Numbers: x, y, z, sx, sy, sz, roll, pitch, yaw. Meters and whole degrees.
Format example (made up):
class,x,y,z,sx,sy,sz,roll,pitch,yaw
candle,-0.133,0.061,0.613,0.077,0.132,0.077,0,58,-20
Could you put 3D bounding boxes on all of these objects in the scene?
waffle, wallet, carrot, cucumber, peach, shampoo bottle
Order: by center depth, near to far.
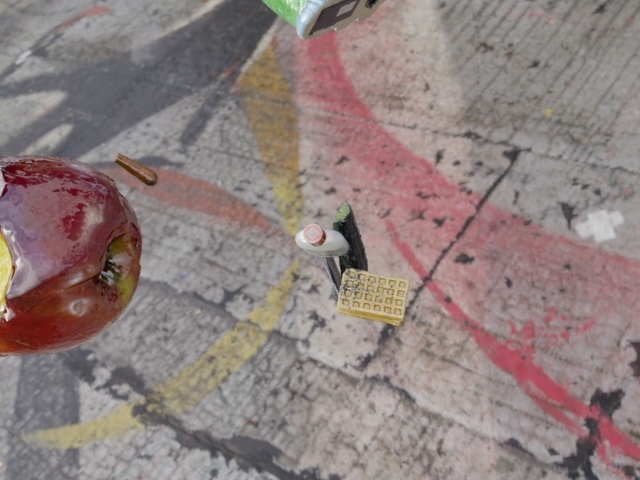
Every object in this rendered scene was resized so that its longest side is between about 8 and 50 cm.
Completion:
class,x,y,z,sx,sy,sz,roll,pitch,yaw
peach,-0.514,0.026,1.334,0.417,0.353,0.339,3,88,11
carrot,-0.361,-0.138,1.560,0.032,0.093,0.032,-47,23,27
waffle,0.113,0.120,1.714,0.148,0.042,0.102,12,66,4
shampoo bottle,0.000,0.000,1.723,0.108,0.221,0.051,4,82,9
cucumber,0.076,0.008,1.882,0.062,0.211,0.078,12,49,19
wallet,0.037,0.091,1.979,0.018,0.082,0.156,-30,64,16

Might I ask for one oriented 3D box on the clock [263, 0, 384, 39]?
class,x,y,z,sx,sy,sz,roll,pitch,yaw
clock,-0.019,-0.352,0.959,0.194,0.100,0.195,-32,80,-38
